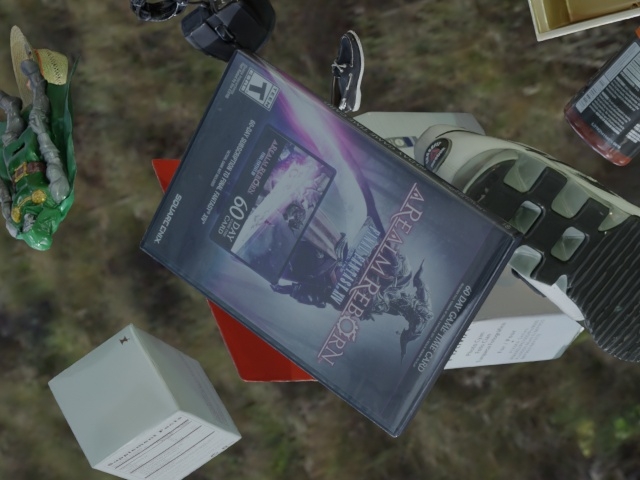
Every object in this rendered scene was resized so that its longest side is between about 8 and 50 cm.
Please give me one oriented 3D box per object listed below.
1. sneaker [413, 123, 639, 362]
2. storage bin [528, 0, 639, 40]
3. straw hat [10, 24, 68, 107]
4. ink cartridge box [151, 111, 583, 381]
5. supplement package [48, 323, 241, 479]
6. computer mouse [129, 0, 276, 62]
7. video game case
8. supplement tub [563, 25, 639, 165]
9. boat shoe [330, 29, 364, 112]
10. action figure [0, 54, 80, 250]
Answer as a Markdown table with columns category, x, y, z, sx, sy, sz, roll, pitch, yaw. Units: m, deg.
| category | x | y | z | sx | sy | sz | roll | pitch | yaw |
| --- | --- | --- | --- | --- | --- | --- | --- | --- | --- |
| sneaker | 0.212 | -0.011 | 1.252 | 0.330 | 0.122 | 0.146 | 35 | -170 | -35 |
| storage bin | 0.318 | -0.354 | 1.375 | 0.262 | 0.123 | 0.260 | -12 | 97 | 23 |
| straw hat | -0.386 | -0.238 | 2.009 | 0.144 | 0.061 | 0.144 | 49 | 147 | 48 |
| ink cartridge box | 0.052 | -0.007 | 1.486 | 0.091 | 0.385 | 0.308 | -63 | 40 | 40 |
| supplement package | -0.172 | 0.171 | 1.431 | 0.105 | 0.105 | 0.179 | 58 | -175 | 24 |
| computer mouse | -0.087 | -0.173 | 1.115 | 0.041 | 0.071 | 0.242 | 65 | -165 | 7 |
| video game case | 0.000 | 0.000 | 1.138 | 0.274 | 0.026 | 0.196 | 36 | 112 | 18 |
| supplement tub | 0.389 | -0.190 | 1.691 | 0.198 | 0.106 | 0.106 | -48 | 61 | 20 |
| boat shoe | 0.034 | -0.237 | 2.031 | 0.046 | 0.038 | 0.125 | 48 | 145 | 43 |
| action figure | -0.273 | -0.075 | 1.348 | 0.137 | 0.063 | 0.232 | -40 | 42 | 19 |
